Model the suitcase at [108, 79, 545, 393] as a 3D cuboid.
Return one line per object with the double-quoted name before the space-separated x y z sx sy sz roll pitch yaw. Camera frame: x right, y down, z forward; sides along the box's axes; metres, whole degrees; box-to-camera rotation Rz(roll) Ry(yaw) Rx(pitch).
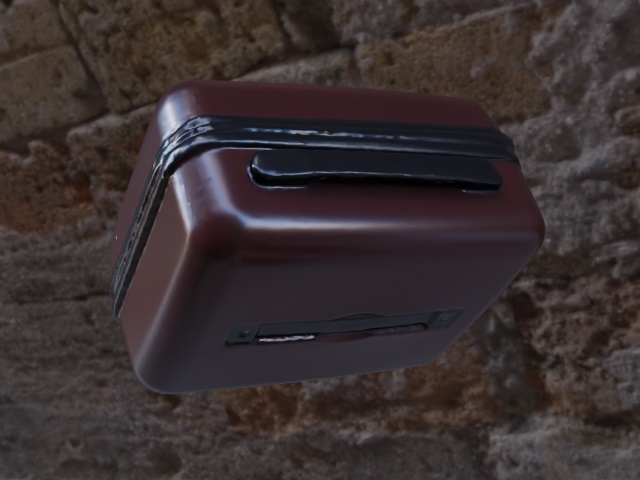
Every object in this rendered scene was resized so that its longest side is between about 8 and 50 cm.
"suitcase" 0.000 0.000 0.626 0.297 0.236 0.161 -1 53 -28
